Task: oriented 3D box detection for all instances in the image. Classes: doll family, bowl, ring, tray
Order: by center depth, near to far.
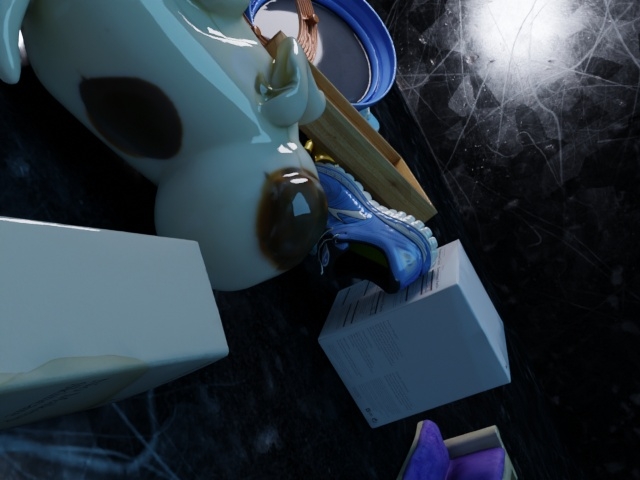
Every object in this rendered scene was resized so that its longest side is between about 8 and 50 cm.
[{"bbox_3d":[0.054,-0.196,1.109,0.410,0.076,0.203,37,22,-38],"label":"tray"},{"bbox_3d":[-0.104,-0.503,1.192,0.336,0.032,0.337,28,55,-47],"label":"ring"},{"bbox_3d":[0.024,-0.178,1.300,0.263,0.118,0.163,14,53,-63],"label":"doll family"},{"bbox_3d":[0.000,-0.467,1.385,0.390,0.077,0.392,12,62,-25],"label":"bowl"}]

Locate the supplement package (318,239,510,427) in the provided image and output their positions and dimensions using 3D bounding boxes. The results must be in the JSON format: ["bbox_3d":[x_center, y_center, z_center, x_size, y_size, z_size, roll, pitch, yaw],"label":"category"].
[{"bbox_3d":[0.172,0.165,1.054,0.199,0.262,0.198,59,22,-12],"label":"supplement package"}]

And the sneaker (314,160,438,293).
[{"bbox_3d":[0.031,-0.023,1.002,0.147,0.329,0.130,-41,151,-36],"label":"sneaker"}]

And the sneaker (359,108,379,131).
[{"bbox_3d":[0.118,-0.401,1.612,0.319,0.208,0.127,24,42,-48],"label":"sneaker"}]

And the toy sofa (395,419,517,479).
[{"bbox_3d":[0.251,0.452,1.069,0.177,0.150,0.362,66,21,4],"label":"toy sofa"}]

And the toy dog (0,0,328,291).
[{"bbox_3d":[-0.134,-0.142,0.685,0.408,0.284,0.395,63,22,-8],"label":"toy dog"}]

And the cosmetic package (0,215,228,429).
[{"bbox_3d":[-0.223,0.066,0.402,0.309,0.160,0.113,11,57,-63],"label":"cosmetic package"}]

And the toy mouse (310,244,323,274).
[{"bbox_3d":[0.000,0.000,1.163,0.161,0.031,0.143,37,34,-50],"label":"toy mouse"}]

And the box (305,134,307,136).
[{"bbox_3d":[-0.007,-0.296,1.486,0.116,0.029,0.162,38,32,-48],"label":"box"}]
